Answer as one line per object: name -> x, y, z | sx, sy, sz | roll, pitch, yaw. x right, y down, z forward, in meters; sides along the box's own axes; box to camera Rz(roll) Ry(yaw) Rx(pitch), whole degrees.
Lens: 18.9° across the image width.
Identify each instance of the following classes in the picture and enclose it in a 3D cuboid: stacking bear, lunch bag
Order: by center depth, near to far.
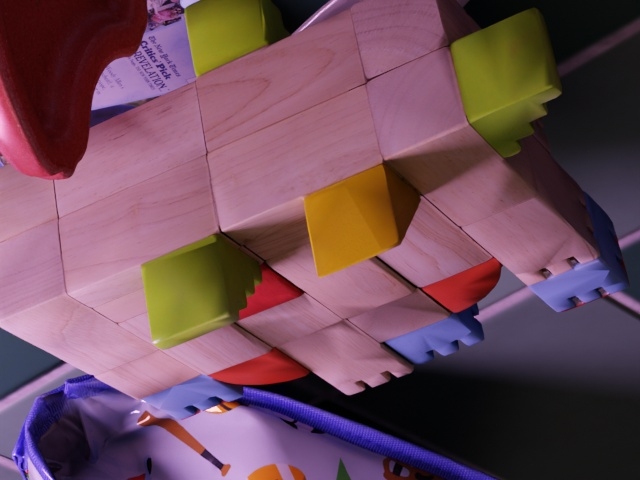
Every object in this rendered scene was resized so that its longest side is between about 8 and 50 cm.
stacking bear -> -0.265, -0.122, 1.009 | 0.289, 0.175, 0.164 | -5, 128, 21
lunch bag -> -0.050, 0.264, 1.500 | 0.385, 0.239, 0.328 | 20, 148, 8

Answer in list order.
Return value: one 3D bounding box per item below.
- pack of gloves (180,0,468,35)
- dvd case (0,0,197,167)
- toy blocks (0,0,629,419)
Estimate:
pack of gloves -> 0.028, -0.169, 1.025 | 0.195, 0.046, 0.232 | 16, 137, -29
dvd case -> -0.169, -0.105, 1.149 | 0.253, 0.022, 0.180 | -14, 143, 17
toy blocks -> 0.000, 0.000, 1.113 | 0.381, 0.191, 0.261 | -22, 150, 20
